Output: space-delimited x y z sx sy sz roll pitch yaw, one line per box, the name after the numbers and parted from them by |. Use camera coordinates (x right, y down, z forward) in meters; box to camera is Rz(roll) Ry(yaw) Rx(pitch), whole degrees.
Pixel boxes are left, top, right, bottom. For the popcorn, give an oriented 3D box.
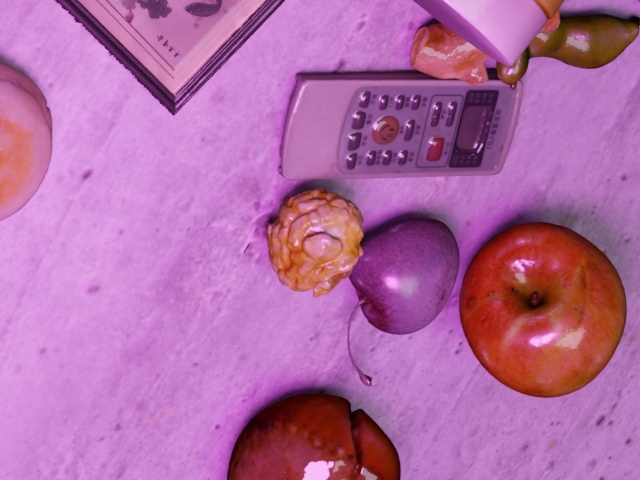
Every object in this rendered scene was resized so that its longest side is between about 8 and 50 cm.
0.000 0.000 1.998 0.106 0.116 0.121 -24 128 -40 | popcorn

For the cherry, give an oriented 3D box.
0.099 0.056 2.104 0.188 0.115 0.148 70 34 -44 | cherry

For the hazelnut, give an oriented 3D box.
-0.001 0.262 2.116 0.208 0.208 0.208 -15 123 -24 | hazelnut

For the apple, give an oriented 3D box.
0.255 0.083 2.151 0.196 0.196 0.196 -15 123 -24 | apple

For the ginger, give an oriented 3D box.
0.216 -0.269 2.002 0.299 0.065 0.118 -37 99 -3 | ginger

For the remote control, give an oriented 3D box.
0.086 -0.123 2.028 0.285 0.038 0.123 -2 117 -30 | remote control

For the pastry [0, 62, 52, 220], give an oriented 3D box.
-0.321 -0.091 1.766 0.156 0.092 0.156 -20 127 -30 | pastry

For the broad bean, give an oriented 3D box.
0.279 -0.219 2.082 0.213 0.048 0.070 -18 97 -29 | broad bean

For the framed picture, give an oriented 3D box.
-0.134 -0.246 1.842 0.199 0.010 0.195 -46 130 -1 | framed picture

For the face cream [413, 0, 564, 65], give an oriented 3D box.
0.159 -0.307 1.851 0.218 0.218 0.179 36 94 -40 | face cream
